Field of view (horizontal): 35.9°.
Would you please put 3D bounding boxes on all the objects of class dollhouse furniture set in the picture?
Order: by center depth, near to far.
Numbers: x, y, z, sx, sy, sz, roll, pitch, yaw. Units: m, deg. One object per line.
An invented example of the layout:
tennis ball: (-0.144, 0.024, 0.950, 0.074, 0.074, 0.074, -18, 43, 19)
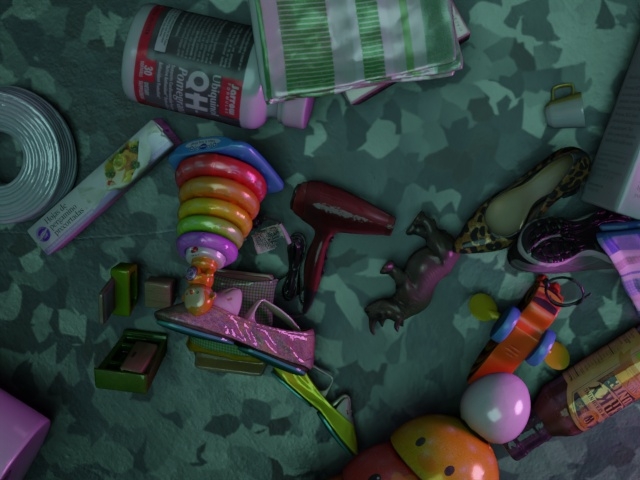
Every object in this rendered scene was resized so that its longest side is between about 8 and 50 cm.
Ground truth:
dollhouse furniture set: (-0.240, 0.161, 1.777, 0.301, 0.151, 0.198, 6, 113, 6)

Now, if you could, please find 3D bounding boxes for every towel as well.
towel: (0.049, -0.361, 1.583, 0.325, 0.038, 0.248, -10, 91, 6)
towel: (0.586, 0.049, 1.614, 0.209, 0.285, 0.034, -6, 56, 30)

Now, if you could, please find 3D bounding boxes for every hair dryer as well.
hair dryer: (0.000, 0.000, 1.796, 0.293, 0.080, 0.224, -22, 105, 19)

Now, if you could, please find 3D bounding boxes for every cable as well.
cable: (-0.581, -0.157, 1.821, 0.257, 0.089, 0.257, -2, 98, 7)

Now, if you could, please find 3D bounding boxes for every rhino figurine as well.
rhino figurine: (0.159, 0.073, 1.779, 0.106, 0.073, 0.243, 33, 102, 4)

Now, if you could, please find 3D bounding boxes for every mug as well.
mug: (0.424, -0.226, 1.716, 0.064, 0.078, 0.062, -8, 130, 17)

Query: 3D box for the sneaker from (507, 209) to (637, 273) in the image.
sneaker: (0.446, 0.008, 1.708, 0.271, 0.108, 0.100, -1, 71, -19)

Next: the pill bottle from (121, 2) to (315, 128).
pill bottle: (-0.167, -0.292, 1.707, 0.318, 0.176, 0.176, 14, 100, 5)

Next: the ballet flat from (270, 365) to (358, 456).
ballet flat: (0.008, 0.296, 1.834, 0.077, 0.077, 0.231, -43, 90, -6)

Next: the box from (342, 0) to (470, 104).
box: (0.124, -0.342, 1.679, 0.232, 0.148, 0.127, -29, 93, 10)

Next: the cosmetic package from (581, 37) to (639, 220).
cosmetic package: (0.623, -0.235, 1.598, 0.230, 0.161, 0.453, 18, 97, -9)

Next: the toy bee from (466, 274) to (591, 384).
toy bee: (0.378, 0.145, 1.741, 0.298, 0.162, 0.195, -31, 103, 35)

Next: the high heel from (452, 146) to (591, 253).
high heel: (0.331, -0.068, 1.662, 0.261, 0.186, 0.093, -31, 73, 0)

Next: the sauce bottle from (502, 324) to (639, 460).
sauce bottle: (0.472, 0.274, 1.754, 0.344, 0.111, 0.111, -37, 93, 12)

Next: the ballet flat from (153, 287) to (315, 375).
ballet flat: (-0.141, 0.144, 1.731, 0.316, 0.107, 0.106, 25, 76, -31)

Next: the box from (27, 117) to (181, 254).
box: (-0.398, -0.100, 1.821, 0.324, 0.067, 0.063, -40, 92, 12)

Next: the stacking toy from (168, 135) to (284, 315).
stacking toy: (-0.187, -0.012, 1.681, 0.175, 0.166, 0.302, -6, 59, 28)

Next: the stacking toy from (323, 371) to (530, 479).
stacking toy: (0.184, 0.417, 1.711, 0.350, 0.350, 0.480, 36, 94, 0)

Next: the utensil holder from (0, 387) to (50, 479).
utensil holder: (-0.741, 0.360, 1.807, 0.385, 0.327, 0.328, 30, 101, -1)
